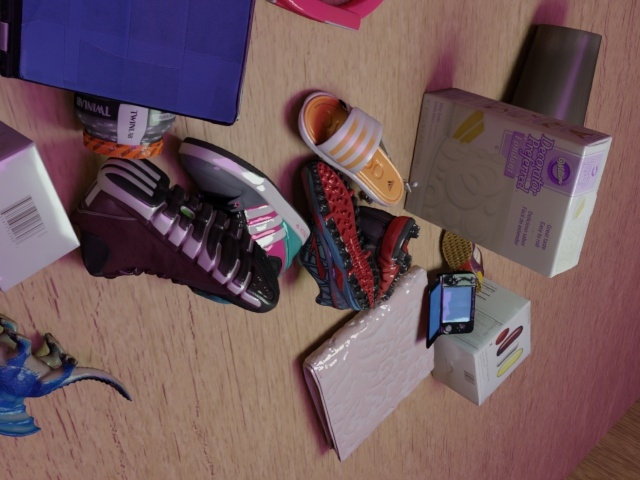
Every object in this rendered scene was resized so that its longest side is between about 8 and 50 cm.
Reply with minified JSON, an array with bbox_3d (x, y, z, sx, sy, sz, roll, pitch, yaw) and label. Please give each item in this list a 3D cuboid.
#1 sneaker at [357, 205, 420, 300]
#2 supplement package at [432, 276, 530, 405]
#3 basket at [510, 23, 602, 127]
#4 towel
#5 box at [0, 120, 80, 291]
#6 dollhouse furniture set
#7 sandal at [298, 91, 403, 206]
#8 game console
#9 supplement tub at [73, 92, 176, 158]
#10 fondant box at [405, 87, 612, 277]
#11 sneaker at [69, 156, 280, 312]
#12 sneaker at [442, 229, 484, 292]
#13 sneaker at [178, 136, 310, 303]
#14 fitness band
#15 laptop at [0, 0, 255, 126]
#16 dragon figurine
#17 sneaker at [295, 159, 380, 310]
[{"bbox_3d":[0.095,0.020,1.347,0.097,0.135,0.276,-59,167,-23],"label":"sneaker"},{"bbox_3d":[0.371,0.232,1.738,0.203,0.149,0.194,-39,137,-24],"label":"supplement package"},{"bbox_3d":[0.483,-0.319,1.529,0.204,0.154,0.226,-5,112,-48],"label":"basket"},{"bbox_3d":[0.113,0.254,1.540,0.332,0.053,0.316,-39,137,-28],"label":"towel"},{"bbox_3d":[-0.343,-0.051,0.751,0.091,0.171,0.130,-38,136,-29],"label":"box"},{"bbox_3d":[0.113,-0.118,1.289,0.091,0.081,0.114,-49,140,-15],"label":"dollhouse furniture set"},{"bbox_3d":[0.074,-0.147,1.185,0.265,0.076,0.101,37,64,-37],"label":"sandal"},{"bbox_3d":[0.277,0.148,1.574,0.124,0.085,0.143,-2,109,-5],"label":"game console"},{"bbox_3d":[-0.218,-0.196,0.845,0.117,0.117,0.190,-12,120,-44],"label":"supplement tub"},{"bbox_3d":[0.317,-0.112,1.320,0.096,0.330,0.238,-18,124,-41],"label":"fondant box"},{"bbox_3d":[-0.197,0.023,0.963,0.281,0.106,0.162,42,119,-18],"label":"sneaker"},{"bbox_3d":[0.312,0.025,1.623,0.084,0.070,0.185,-66,143,-50],"label":"sneaker"},{"bbox_3d":[-0.136,-0.005,1.059,0.178,0.124,0.295,-63,144,-14],"label":"sneaker"},{"bbox_3d":[0.016,-0.411,1.030,0.291,0.054,0.208,2,109,-49],"label":"fitness band"},{"bbox_3d":[-0.274,-0.303,0.621,0.408,0.236,0.381,-11,120,-44],"label":"laptop"},{"bbox_3d":[-0.380,0.184,0.923,0.144,0.085,0.289,-57,141,-5],"label":"dragon figurine"},{"bbox_3d":[0.000,0.000,1.218,0.104,0.125,0.261,-32,109,-54],"label":"sneaker"}]
